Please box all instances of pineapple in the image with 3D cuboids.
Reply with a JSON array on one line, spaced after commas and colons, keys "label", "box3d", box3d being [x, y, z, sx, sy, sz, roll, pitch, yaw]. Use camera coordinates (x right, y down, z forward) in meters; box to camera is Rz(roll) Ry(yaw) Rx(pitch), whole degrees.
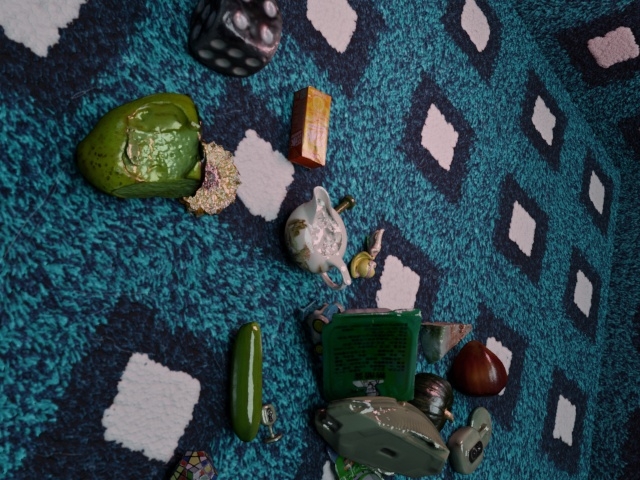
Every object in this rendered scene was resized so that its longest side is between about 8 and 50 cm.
[{"label": "pineapple", "box3d": [-0.292, -0.158, 1.321, 0.221, 0.047, 0.221, 6, 81, -40]}]

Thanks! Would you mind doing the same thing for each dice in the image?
[{"label": "dice", "box3d": [-0.217, -0.544, 1.354, 0.182, 0.181, 0.183, 15, 75, -37]}]

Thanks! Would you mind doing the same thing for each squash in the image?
[{"label": "squash", "box3d": [-0.185, 0.350, 1.319, 0.082, 0.082, 0.293, 9, 77, -41]}, {"label": "squash", "box3d": [0.341, 0.530, 1.702, 0.218, 0.172, 0.218, 20, 66, -52]}]

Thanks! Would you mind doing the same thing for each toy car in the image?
[{"label": "toy car", "box3d": [-0.002, 0.252, 1.510, 0.126, 0.098, 0.162, -33, 133, -57]}]

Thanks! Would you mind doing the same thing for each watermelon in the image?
[{"label": "watermelon", "box3d": [0.467, 0.352, 1.912, 0.241, 0.094, 0.154, -12, 99, -45]}]

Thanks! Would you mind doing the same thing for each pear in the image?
[{"label": "pear", "box3d": [-0.395, -0.219, 1.147, 0.255, 0.164, 0.238, -3, 80, -27]}]

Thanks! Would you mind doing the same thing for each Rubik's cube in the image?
[{"label": "Rubik's cube", "box3d": [-0.286, 0.534, 1.194, 0.111, 0.111, 0.093, 30, 37, -35]}]

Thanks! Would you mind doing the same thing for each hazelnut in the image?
[{"label": "hazelnut", "box3d": [0.571, 0.466, 1.915, 0.208, 0.208, 0.208, 7, 79, -41]}]

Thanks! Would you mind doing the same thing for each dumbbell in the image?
[{"label": "dumbbell", "box3d": [0.058, -0.095, 1.621, 0.046, 0.052, 0.118, 48, 51, 3]}]

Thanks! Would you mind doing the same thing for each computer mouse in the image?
[{"label": "computer mouse", "box3d": [0.182, 0.542, 1.509, 0.429, 0.228, 0.145, 29, 39, -18]}]

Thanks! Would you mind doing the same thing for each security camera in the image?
[{"label": "security camera", "box3d": [0.578, 0.736, 1.954, 0.301, 0.080, 0.157, -22, 98, -44]}, {"label": "security camera", "box3d": [-0.134, 0.475, 1.372, 0.058, 0.058, 0.092, -13, 85, -42]}]

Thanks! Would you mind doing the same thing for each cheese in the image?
[{"label": "cheese", "box3d": [0.111, 0.720, 1.530, 0.204, 0.083, 0.321, -24, 89, -45]}]

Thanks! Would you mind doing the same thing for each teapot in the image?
[{"label": "teapot", "box3d": [0.000, 0.000, 1.498, 0.204, 0.139, 0.298, -29, 103, -42]}]

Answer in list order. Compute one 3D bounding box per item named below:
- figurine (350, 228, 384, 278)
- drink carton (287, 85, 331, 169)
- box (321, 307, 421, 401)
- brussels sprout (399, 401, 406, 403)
[{"label": "figurine", "box3d": [0.151, 0.043, 1.677, 0.083, 0.083, 0.187, 36, 68, -32]}, {"label": "drink carton", "box3d": [-0.032, -0.334, 1.563, 0.096, 0.071, 0.223, 14, 75, -40]}, {"label": "box", "box3d": [0.136, 0.309, 1.485, 0.106, 0.264, 0.337, -92, -179, -57]}, {"label": "brussels sprout", "box3d": [0.203, 0.454, 1.627, 0.155, 0.117, 0.155, 25, 47, -30]}]
